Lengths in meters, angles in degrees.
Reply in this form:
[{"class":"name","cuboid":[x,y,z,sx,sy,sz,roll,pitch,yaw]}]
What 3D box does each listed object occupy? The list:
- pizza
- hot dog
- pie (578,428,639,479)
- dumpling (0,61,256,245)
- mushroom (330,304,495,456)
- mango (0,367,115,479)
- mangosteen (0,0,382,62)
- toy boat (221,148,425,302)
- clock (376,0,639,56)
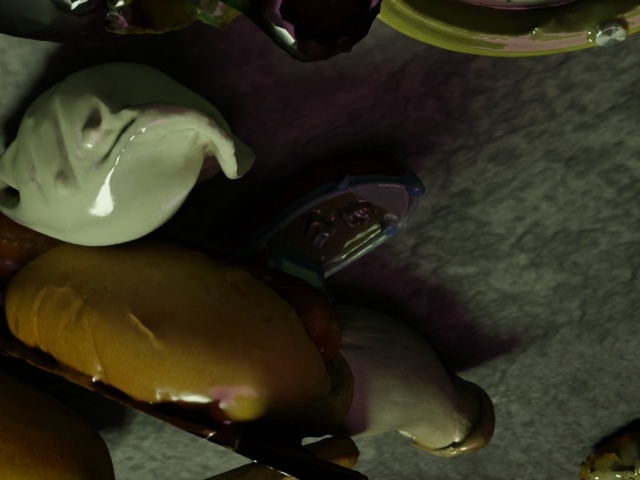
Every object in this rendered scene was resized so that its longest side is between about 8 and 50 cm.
[{"class":"pizza","cuboid":[-0.101,0.190,1.133,0.262,0.034,0.181,-28,170,39]},{"class":"hot dog","cuboid":[-0.103,0.044,0.998,0.326,0.107,0.194,22,173,7]},{"class":"pie","cuboid":[0.351,0.239,1.438,0.308,0.085,0.308,-7,144,-5]},{"class":"dumpling","cuboid":[-0.099,-0.045,0.953,0.134,0.099,0.169,7,144,-40]},{"class":"mushroom","cuboid":[0.033,0.099,1.180,0.097,0.088,0.212,-24,148,35]},{"class":"mango","cuboid":[-0.279,0.142,1.127,0.359,0.144,0.187,14,153,-38]},{"class":"mangosteen","cuboid":[-0.079,-0.161,0.648,0.231,0.289,0.231,-15,138,-15]},{"class":"toy boat","cuboid":[0.000,0.000,1.063,0.069,0.058,0.173,26,131,-38]},{"class":"clock","cuboid":[0.114,-0.185,0.846,0.237,0.057,0.237,-4,144,-3]}]
